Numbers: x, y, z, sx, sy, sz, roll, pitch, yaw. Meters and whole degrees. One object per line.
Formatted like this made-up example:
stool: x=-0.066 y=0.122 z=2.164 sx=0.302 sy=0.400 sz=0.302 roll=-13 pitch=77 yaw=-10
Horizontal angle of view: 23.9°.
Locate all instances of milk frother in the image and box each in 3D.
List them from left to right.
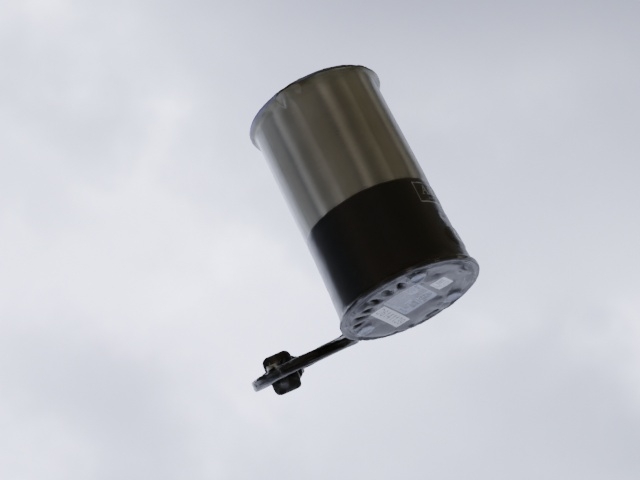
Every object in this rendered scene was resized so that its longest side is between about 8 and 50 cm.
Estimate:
milk frother: x=0.000 y=0.000 z=0.867 sx=0.143 sy=0.129 sz=0.134 roll=-26 pitch=-114 yaw=0
